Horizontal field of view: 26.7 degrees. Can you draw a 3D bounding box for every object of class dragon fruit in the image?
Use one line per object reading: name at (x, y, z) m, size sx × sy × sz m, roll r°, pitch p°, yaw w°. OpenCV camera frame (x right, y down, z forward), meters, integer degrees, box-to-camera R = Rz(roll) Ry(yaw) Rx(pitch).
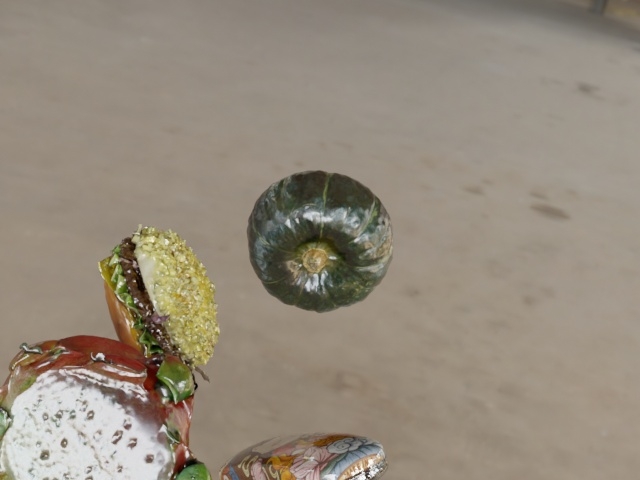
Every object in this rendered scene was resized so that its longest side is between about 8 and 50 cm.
dragon fruit at (-0.266, 0.241, 1.610) m, size 0.295 × 0.268 × 0.130 m, roll 27°, pitch -2°, yaw 0°

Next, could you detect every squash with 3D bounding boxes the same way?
squash at (0.000, 0.000, 2.277) m, size 0.252 × 0.252 × 0.165 m, roll 12°, pitch 40°, yaw -7°

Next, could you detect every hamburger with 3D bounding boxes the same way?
hamburger at (-0.227, 0.100, 2.008) m, size 0.138 × 0.262 × 0.243 m, roll -22°, pitch 6°, yaw 5°

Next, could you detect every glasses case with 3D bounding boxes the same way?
glasses case at (-0.029, 0.310, 1.836) m, size 0.122 × 0.082 × 0.321 m, roll -24°, pitch 5°, yaw -32°
